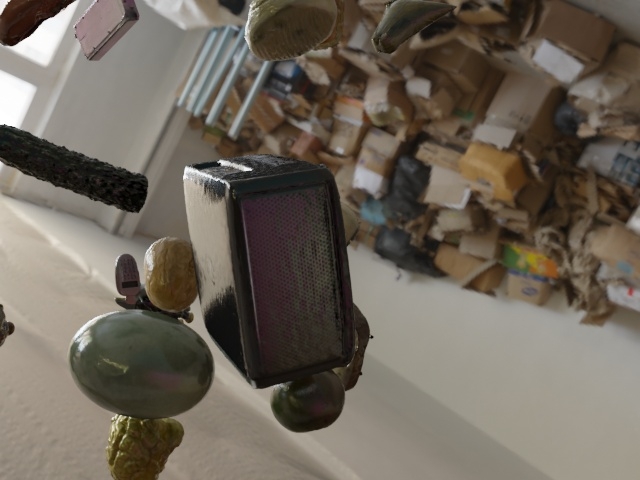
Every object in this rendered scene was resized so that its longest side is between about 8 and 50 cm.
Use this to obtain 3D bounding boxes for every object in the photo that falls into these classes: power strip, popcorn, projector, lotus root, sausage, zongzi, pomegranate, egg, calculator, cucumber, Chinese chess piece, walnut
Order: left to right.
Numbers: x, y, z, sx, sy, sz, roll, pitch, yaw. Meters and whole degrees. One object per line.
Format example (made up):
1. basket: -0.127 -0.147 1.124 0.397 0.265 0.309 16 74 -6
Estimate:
1. sausage: -0.542 -0.502 1.485 0.087 0.326 0.079 53 -165 -47
2. cucumber: -0.538 -0.152 1.527 0.359 0.096 0.096 21 -172 -38
3. power strip: -0.542 -0.551 1.829 0.037 0.109 0.278 -20 180 -42
4. calculator: -0.625 0.125 2.351 0.024 0.166 0.103 -8 177 28
5. egg: -0.426 0.294 1.734 0.352 0.259 0.258 11 -177 9
6. popcorn: -0.450 0.528 1.873 0.203 0.226 0.200 -9 180 -27
7. walnut: -0.385 0.089 1.894 0.159 0.159 0.207 22 -132 -37
8. projector: -0.111 0.035 1.484 0.241 0.406 0.395 -11 -166 -20
9. pomegranate: -0.042 0.347 1.741 0.224 0.181 0.181 69 -166 7
10. Chinese chess piece: 0.000 0.000 2.218 0.112 0.270 0.270 44 -177 -7
11. lotus root: 0.056 0.254 1.953 0.074 0.170 0.261 -7 -120 -48
12. zongzi: 0.316 -0.724 2.461 0.256 0.228 0.115 9 147 22

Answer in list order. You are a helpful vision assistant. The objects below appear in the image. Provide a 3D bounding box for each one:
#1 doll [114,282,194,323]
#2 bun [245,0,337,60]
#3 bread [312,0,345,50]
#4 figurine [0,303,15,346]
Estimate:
1. doll: -0.568 0.221 2.550 0.145 0.103 0.316 -14 143 28
2. bun: -0.078 -0.530 1.731 0.210 0.237 0.116 27 -141 -64
3. bread: -0.004 -0.725 2.329 0.174 0.246 0.121 -2 165 37
4. figurine: -0.834 0.258 1.780 0.133 0.275 0.194 11 -147 8
